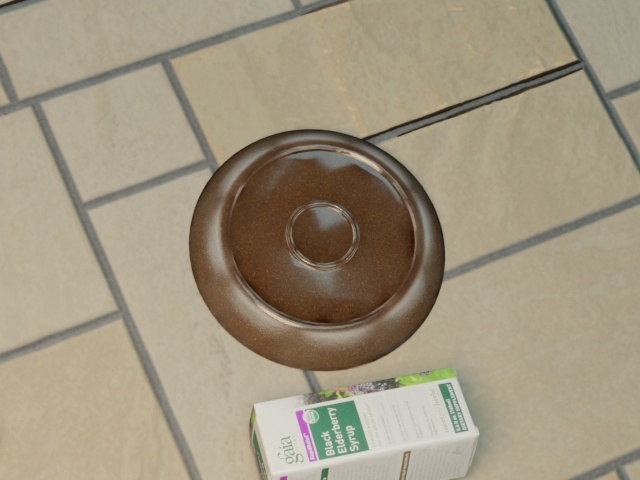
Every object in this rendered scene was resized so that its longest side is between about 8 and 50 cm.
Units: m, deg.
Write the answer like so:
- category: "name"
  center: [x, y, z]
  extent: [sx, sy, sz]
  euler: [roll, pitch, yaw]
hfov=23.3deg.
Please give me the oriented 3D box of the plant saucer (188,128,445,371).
- category: "plant saucer"
  center: [0.000, 0.000, 1.843]
  extent: [0.311, 0.050, 0.310]
  euler: [3, 68, -7]

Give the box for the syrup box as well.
- category: "syrup box"
  center: [0.045, 0.223, 1.726]
  extent: [0.237, 0.096, 0.093]
  euler: [-9, 53, -13]
